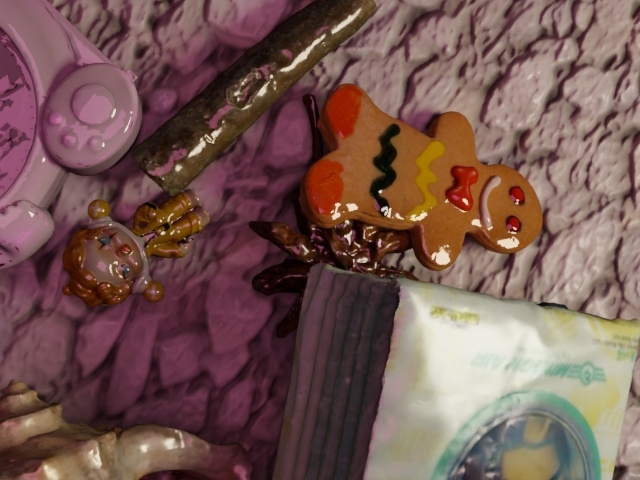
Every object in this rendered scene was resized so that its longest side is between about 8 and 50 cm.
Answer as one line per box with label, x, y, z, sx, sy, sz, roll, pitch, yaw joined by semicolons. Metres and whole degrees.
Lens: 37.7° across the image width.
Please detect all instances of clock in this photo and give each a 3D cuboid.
clock;-0.350;-0.100;0.817;0.295;0.113;0.322;44;85;-6

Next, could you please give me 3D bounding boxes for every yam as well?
yam;-0.060;-0.148;0.877;0.274;0.061;0.061;-43;95;-10

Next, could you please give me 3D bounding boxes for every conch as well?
conch;-0.197;0.279;0.797;0.297;0.210;0.352;-14;110;-30

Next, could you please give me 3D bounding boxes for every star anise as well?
star anise;-0.002;-0.002;0.888;0.177;0.073;0.234;-39;87;-16

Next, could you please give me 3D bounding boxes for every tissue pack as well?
tissue pack;0.104;0.232;0.820;0.287;0.162;0.388;11;89;-29

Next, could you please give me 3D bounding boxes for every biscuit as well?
biscuit;0.107;-0.056;0.892;0.250;0.036;0.165;19;68;-17

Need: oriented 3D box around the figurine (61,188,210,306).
figurine;-0.174;0.001;0.868;0.101;0.068;0.143;34;73;-10
